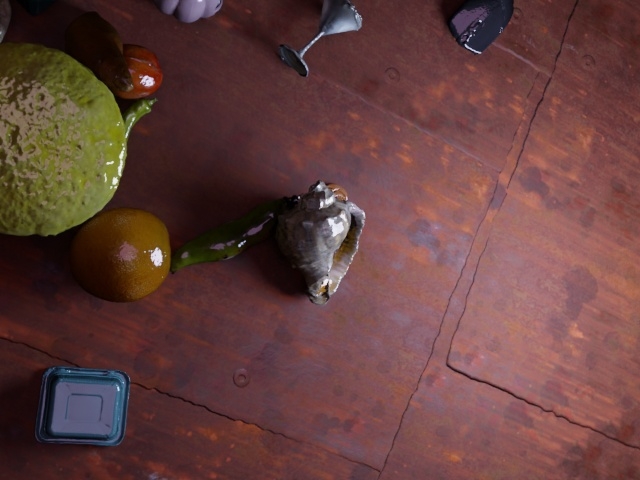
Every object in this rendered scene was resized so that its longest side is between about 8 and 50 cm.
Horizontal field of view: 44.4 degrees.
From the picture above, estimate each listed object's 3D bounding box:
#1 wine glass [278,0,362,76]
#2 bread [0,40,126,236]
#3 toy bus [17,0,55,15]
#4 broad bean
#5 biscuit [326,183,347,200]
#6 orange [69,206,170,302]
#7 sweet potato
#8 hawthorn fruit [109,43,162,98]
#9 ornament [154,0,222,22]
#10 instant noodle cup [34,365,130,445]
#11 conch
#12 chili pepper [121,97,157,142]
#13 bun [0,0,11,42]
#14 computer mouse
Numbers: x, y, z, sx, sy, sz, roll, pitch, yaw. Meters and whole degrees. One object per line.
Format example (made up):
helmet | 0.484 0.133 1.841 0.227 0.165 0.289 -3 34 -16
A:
wine glass | -0.007 -0.469 1.789 0.183 0.122 0.122 -45 100 -11
bread | -0.555 -0.187 1.479 0.348 0.308 0.348 -3 98 -22
toy bus | -0.563 -0.550 1.533 0.147 0.256 0.128 46 75 -13
broad bean | -0.178 -0.013 1.724 0.339 0.061 0.077 -29 88 -19
biscuit | 0.029 -0.085 1.821 0.078 0.015 0.091 26 79 -14
orange | -0.402 0.030 1.584 0.206 0.206 0.206 1 86 -18
sweet potato | -0.444 -0.374 1.547 0.112 0.359 0.112 -11 130 -14
hawthorn fruit | -0.394 -0.356 1.650 0.128 0.128 0.128 1 86 -18
ornament | -0.280 -0.560 1.674 0.178 0.177 0.177 1 86 -18
instant noodle cup | -0.482 0.339 1.599 0.179 0.070 0.157 7 83 -17
conch | -0.014 -0.009 1.725 0.159 0.291 0.210 23 35 15
chili pepper | -0.419 -0.224 1.674 0.049 0.043 0.208 32 81 -39
bun | -0.723 -0.456 1.535 0.230 0.145 0.229 1 87 -21
computer mouse | 0.409 -0.562 1.948 0.122 0.073 0.217 44 76 -11
